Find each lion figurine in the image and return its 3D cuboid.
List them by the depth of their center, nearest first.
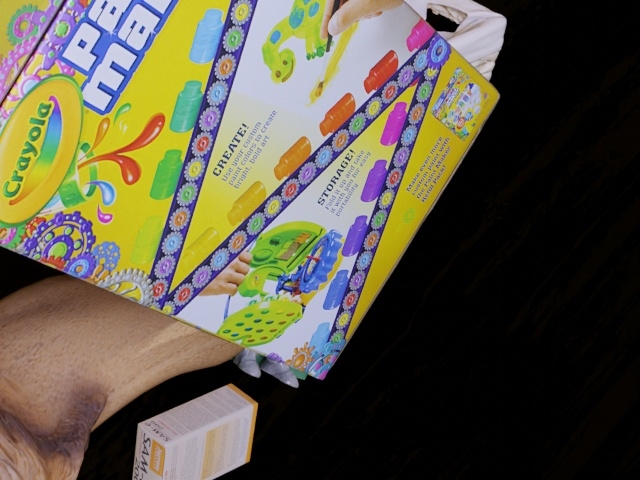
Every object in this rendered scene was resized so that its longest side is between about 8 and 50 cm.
[{"bbox_3d":[-0.141,0.064,0.809,0.392,0.240,0.142,-41,142,-24],"label":"lion figurine"}]

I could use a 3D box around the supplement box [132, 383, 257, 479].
[{"bbox_3d":[-0.100,0.162,1.109,0.098,0.036,0.062,-19,130,-42],"label":"supplement box"}]

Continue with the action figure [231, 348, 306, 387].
[{"bbox_3d":[0.000,0.000,1.094,0.137,0.063,0.232,20,96,-51],"label":"action figure"}]

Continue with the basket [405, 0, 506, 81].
[{"bbox_3d":[0.037,-0.115,1.003,0.167,0.113,0.103,-26,136,-37],"label":"basket"}]

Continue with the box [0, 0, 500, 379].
[{"bbox_3d":[-0.119,-0.104,0.666,0.177,0.290,0.279,-58,144,1],"label":"box"}]
